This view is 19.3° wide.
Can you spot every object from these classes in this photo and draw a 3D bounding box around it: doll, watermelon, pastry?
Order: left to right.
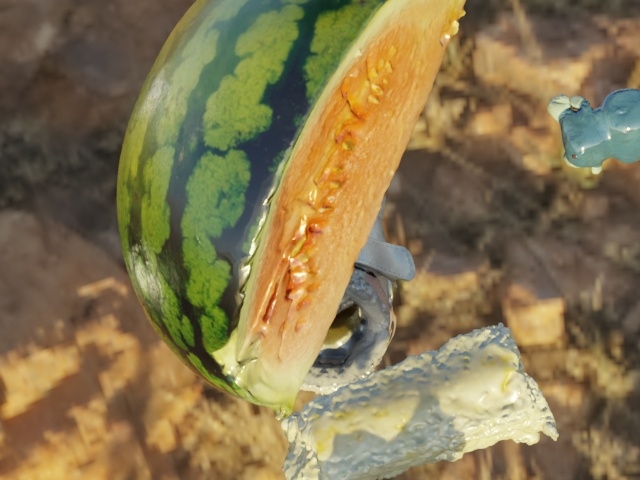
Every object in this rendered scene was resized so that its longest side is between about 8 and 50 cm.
[{"bbox_3d":[-0.019,-0.055,1.045,0.159,0.303,0.128,23,2,-13],"label":"watermelon"},{"bbox_3d":[0.081,0.163,1.757,0.258,0.089,0.121,-16,52,2],"label":"pastry"},{"bbox_3d":[0.229,-0.084,1.482,0.083,0.076,0.050,-17,38,4],"label":"doll"}]

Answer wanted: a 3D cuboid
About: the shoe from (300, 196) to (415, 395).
[{"bbox_3d":[0.003,-0.001,1.986,0.172,0.351,0.198,-16,14,1],"label":"shoe"}]
